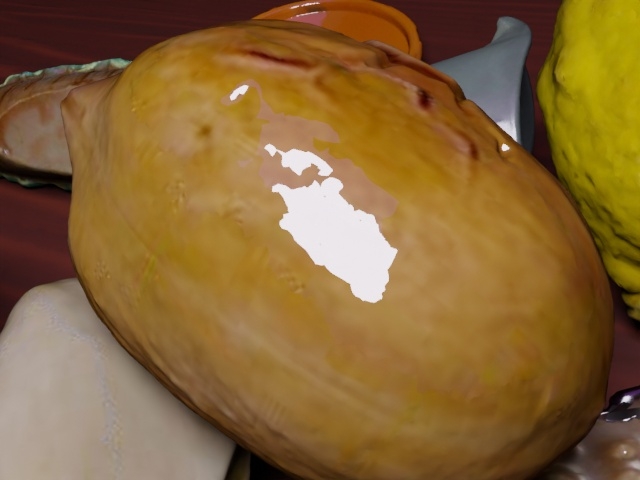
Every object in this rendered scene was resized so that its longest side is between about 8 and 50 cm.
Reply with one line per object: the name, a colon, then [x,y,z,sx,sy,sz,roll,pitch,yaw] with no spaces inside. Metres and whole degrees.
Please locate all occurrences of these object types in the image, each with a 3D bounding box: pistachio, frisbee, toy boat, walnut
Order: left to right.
toy boat: [-0.209,-0.091,0.775,0.293,0.108,0.099,0,9,19]
pistachio: [-0.114,0.111,0.498,0.153,0.137,0.237,-16,38,5]
frisbee: [-0.005,-0.152,0.832,0.192,0.035,0.192,-7,43,6]
walnut: [0.000,0.000,0.450,0.298,0.203,0.203,34,55,6]

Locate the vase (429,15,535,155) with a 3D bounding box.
vase: [0.003,-0.012,0.618,0.301,0.156,0.251,-11,65,9]

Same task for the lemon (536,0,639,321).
lemon: [0.261,-0.097,0.539,0.268,0.321,0.268,28,24,-14]

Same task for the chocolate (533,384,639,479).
chocolate: [0.118,0.134,0.478,0.330,0.065,0.102,-15,18,-3]
